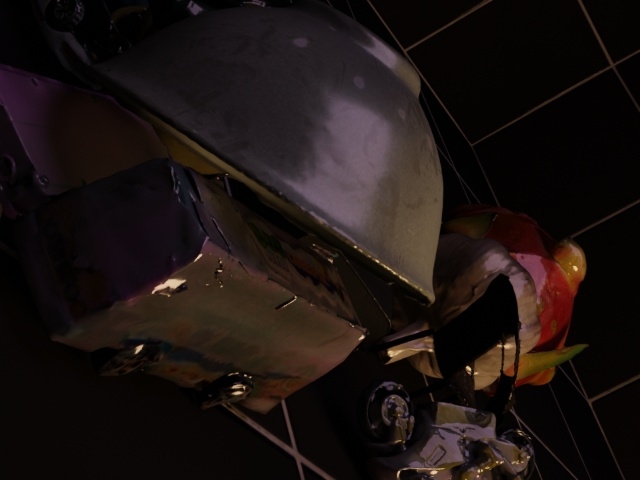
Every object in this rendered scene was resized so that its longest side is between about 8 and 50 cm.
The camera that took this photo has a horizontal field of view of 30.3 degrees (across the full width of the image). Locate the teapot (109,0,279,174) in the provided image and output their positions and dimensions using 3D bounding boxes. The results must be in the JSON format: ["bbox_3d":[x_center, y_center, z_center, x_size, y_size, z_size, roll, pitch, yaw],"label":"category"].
[{"bbox_3d":[-0.116,-0.154,1.111,0.183,0.173,0.269,33,-19,14],"label":"teapot"}]

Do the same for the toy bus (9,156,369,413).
[{"bbox_3d":[-0.078,0.040,0.851,0.112,0.138,0.317,65,13,22],"label":"toy bus"}]

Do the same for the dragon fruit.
[{"bbox_3d":[0.267,0.078,1.735,0.290,0.189,0.290,56,-21,35],"label":"dragon fruit"}]

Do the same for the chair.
[{"bbox_3d":[0.156,0.146,1.325,0.149,0.213,0.174,48,18,-26],"label":"chair"}]

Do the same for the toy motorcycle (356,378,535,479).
[{"bbox_3d":[0.122,0.238,1.196,0.225,0.073,0.152,23,69,-25],"label":"toy motorcycle"}]

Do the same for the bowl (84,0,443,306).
[{"bbox_3d":[-0.010,-0.095,0.900,0.313,0.146,0.313,33,-2,2],"label":"bowl"}]

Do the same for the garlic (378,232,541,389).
[{"bbox_3d":[0.156,0.104,1.501,0.212,0.219,0.218,-22,82,-47],"label":"garlic"}]

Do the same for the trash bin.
[{"bbox_3d":[0.000,0.000,1.277,0.165,0.115,0.225,55,19,-28],"label":"trash bin"}]

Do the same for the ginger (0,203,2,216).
[{"bbox_3d":[-0.239,-0.102,0.726,0.089,0.075,0.288,31,36,-54],"label":"ginger"}]

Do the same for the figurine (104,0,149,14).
[{"bbox_3d":[-0.232,-0.326,1.166,0.260,0.103,0.205,59,-22,1],"label":"figurine"}]

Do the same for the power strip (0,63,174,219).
[{"bbox_3d":[-0.181,-0.066,0.903,0.109,0.038,0.279,63,14,8],"label":"power strip"}]

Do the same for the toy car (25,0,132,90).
[{"bbox_3d":[-0.224,-0.221,1.019,0.204,0.056,0.095,65,13,23],"label":"toy car"}]
